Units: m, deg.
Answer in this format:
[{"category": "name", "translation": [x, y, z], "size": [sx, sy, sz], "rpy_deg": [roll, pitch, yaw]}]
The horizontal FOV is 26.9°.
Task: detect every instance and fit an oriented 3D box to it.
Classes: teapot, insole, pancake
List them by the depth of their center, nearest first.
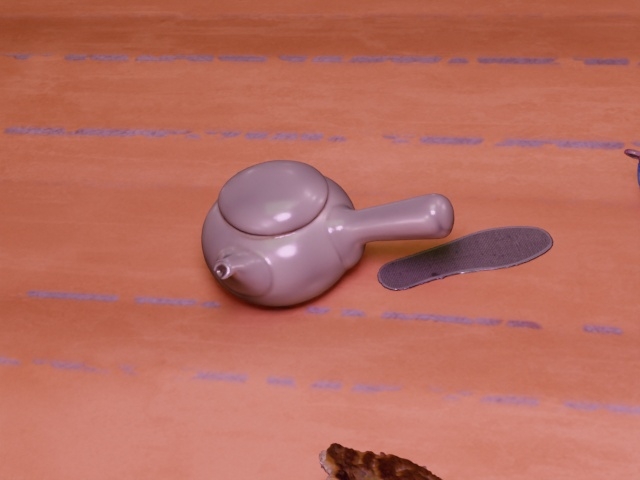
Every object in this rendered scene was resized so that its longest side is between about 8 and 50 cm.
[{"category": "pancake", "translation": [0.079, 0.295, 1.350], "size": [0.212, 0.056, 0.257], "rpy_deg": [8, 22, -34]}, {"category": "teapot", "translation": [0.001, -0.026, 1.711], "size": [0.318, 0.149, 0.220], "rpy_deg": [-13, 43, 0]}, {"category": "insole", "translation": [0.185, 0.020, 1.726], "size": [0.232, 0.003, 0.080], "rpy_deg": [-14, 41, -2]}]

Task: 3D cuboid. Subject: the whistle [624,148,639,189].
[{"category": "whistle", "translation": [0.536, -0.059, 1.641], "size": [0.346, 0.142, 0.134], "rpy_deg": [19, 63, 25]}]
